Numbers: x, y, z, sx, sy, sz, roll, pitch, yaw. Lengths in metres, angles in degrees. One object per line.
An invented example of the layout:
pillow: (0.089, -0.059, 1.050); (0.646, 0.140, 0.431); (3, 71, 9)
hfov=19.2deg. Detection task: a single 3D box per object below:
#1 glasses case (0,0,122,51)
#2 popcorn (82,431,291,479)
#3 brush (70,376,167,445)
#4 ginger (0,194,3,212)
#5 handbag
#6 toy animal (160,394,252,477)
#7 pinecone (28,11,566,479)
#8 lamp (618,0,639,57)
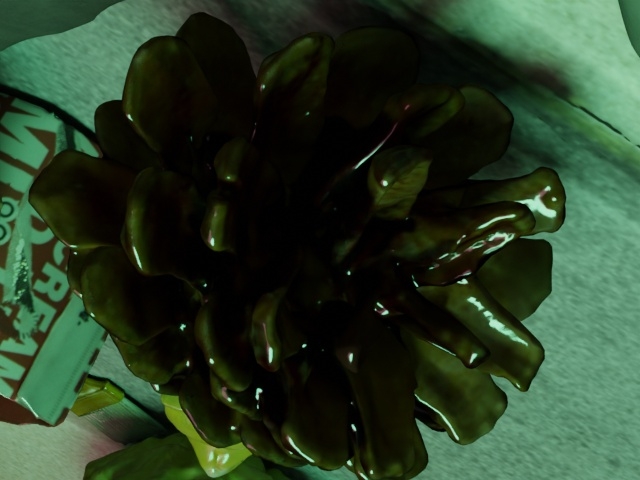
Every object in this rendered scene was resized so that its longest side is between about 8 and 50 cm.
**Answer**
glasses case: (-0.141, -0.131, 0.913); (0.072, 0.042, 0.190); (35, 153, -30)
popcorn: (-0.095, 0.251, 1.354); (0.212, 0.259, 0.259); (14, 153, -6)
brush: (-0.208, 0.082, 1.370); (0.218, 0.010, 0.082); (39, 151, -19)
ginger: (-0.292, -0.111, 0.943); (0.354, 0.126, 0.190); (48, 173, -25)
handbag: (-0.246, 0.001, 1.091); (0.298, 0.171, 0.151); (22, 151, 14)
toy animal: (-0.058, 0.119, 1.240); (0.083, 0.070, 0.159); (24, 158, 6)
pinecone: (0.001, 0.000, 0.829); (0.229, 0.202, 0.201); (36, 168, -16)
lamp: (0.150, -0.094, 0.639); (0.105, 0.105, 0.105); (21, 152, 12)
